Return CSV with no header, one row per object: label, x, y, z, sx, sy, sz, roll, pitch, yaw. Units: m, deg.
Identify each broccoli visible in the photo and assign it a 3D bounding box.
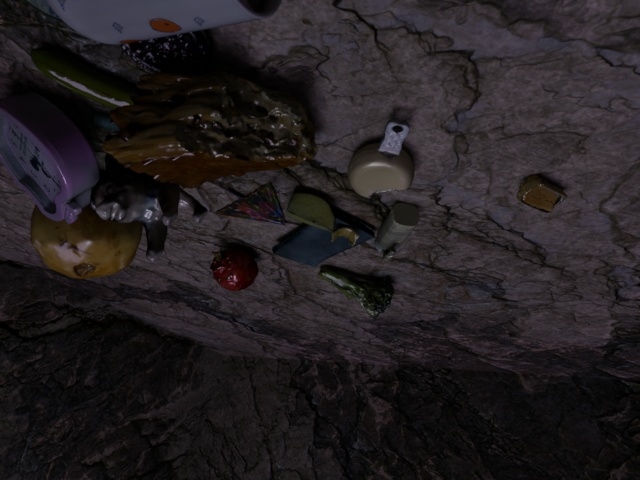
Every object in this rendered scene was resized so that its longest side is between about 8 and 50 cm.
broccoli,0.131,0.174,1.721,0.304,0.146,0.165,23,164,2

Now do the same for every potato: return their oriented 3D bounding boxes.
potato,-0.025,-0.087,1.322,0.149,0.081,0.120,24,177,-9

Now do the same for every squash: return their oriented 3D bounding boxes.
squash,-0.509,-0.350,1.015,0.258,0.069,0.069,24,151,-21

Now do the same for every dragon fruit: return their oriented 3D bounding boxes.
dragon fruit,-0.324,0.109,1.726,0.172,0.172,0.209,1,161,22

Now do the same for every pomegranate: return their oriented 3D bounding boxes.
pomegranate,-0.745,-0.042,1.459,0.332,0.333,0.333,10,153,5

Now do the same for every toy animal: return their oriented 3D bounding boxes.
toy animal,-0.447,-0.133,1.129,0.302,0.344,0.194,29,118,0

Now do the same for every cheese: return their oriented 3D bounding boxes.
cheese,0.132,-0.188,1.045,0.163,0.071,0.249,2,152,17
cheese,0.076,-0.015,1.354,0.084,0.041,0.060,12,146,7

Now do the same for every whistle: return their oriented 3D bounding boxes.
whistle,-0.480,-0.291,1.147,0.186,0.039,0.039,11,153,5

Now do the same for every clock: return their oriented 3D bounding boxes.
clock,-0.708,-0.207,1.174,0.338,0.102,0.339,23,135,25

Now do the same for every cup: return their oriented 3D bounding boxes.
cup,-0.237,-0.402,0.635,0.317,0.212,0.212,2,152,23

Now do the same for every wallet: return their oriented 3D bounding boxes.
wallet,0.000,0.000,1.499,0.190,0.046,0.379,23,150,-25

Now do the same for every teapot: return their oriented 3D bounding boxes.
teapot,0.216,-0.015,1.308,0.077,0.107,0.200,5,155,-8

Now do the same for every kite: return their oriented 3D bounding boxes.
kite,-0.201,-0.101,1.428,0.234,0.016,0.321,29,150,-33

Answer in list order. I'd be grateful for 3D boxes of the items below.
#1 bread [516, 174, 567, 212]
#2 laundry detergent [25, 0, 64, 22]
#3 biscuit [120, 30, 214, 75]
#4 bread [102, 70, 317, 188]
bread,0.515,-0.108,1.061,0.105,0.053,0.072,20,129,-20
laundry detergent,-0.446,-0.435,0.778,0.210,0.063,0.137,33,143,-12
biscuit,-0.300,-0.387,0.865,0.194,0.053,0.194,11,153,5
bread,-0.209,-0.240,0.935,0.369,0.192,0.314,-8,174,12
